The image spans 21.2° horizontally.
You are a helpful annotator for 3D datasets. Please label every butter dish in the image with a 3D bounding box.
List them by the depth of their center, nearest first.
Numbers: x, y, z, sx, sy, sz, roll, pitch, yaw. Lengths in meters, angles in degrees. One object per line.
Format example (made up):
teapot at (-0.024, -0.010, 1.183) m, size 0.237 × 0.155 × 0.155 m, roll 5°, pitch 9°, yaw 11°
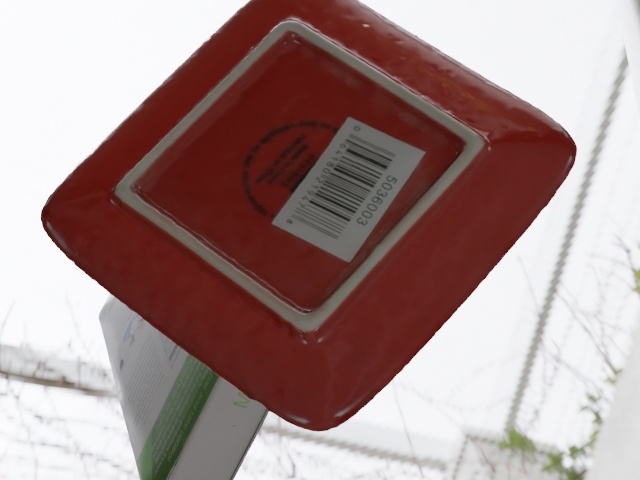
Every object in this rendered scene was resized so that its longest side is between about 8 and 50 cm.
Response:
butter dish at (0.000, 0.000, 0.690) m, size 0.160 × 0.118 × 0.160 m, roll 34°, pitch -110°, yaw 25°

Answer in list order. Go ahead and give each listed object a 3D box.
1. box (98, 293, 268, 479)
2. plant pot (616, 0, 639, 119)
box at (-0.099, 0.055, 1.425) m, size 0.058 × 0.322 × 0.232 m, roll 19°, pitch -69°, yaw -22°
plant pot at (0.388, -0.122, 1.396) m, size 0.334 × 0.305 × 0.333 m, roll -7°, pitch -40°, yaw -6°
